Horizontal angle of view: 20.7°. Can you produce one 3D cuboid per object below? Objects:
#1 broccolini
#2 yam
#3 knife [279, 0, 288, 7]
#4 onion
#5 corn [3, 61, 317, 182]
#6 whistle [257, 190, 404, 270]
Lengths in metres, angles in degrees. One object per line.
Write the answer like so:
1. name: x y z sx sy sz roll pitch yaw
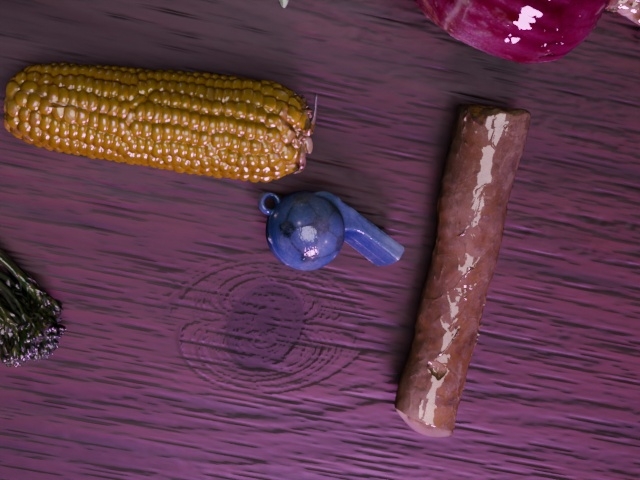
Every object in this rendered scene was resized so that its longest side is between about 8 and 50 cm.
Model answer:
1. broccolini: -0.336 0.038 1.770 0.091 0.068 0.202 -36 89 -13
2. yam: 0.142 0.030 1.818 0.081 0.081 0.356 11 98 -11
3. knife: -0.095 -0.258 1.754 0.212 0.015 0.054 -4 110 -9
4. onion: 0.207 -0.301 1.684 0.272 0.230 0.256 -1 101 -1
5. corn: -0.158 -0.120 1.727 0.305 0.106 0.106 6 101 -9
6. whistle: 0.000 0.000 1.786 0.158 0.090 0.090 37 94 -15
